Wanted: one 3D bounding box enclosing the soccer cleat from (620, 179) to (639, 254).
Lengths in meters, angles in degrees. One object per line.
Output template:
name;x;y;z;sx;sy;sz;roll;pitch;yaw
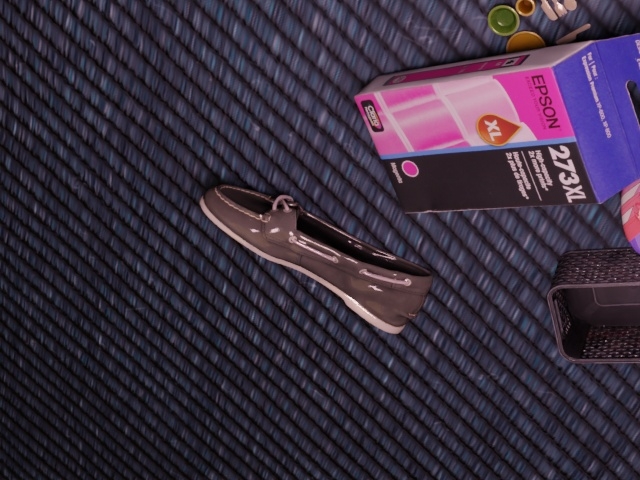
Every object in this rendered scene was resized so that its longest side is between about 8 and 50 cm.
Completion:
soccer cleat;0.397;-0.073;1.298;0.083;0.095;0.248;16;127;13

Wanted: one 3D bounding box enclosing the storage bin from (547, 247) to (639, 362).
storage bin;0.388;0.081;1.416;0.180;0.084;0.122;-3;121;27

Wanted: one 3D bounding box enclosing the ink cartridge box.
ink cartridge box;0.222;-0.125;1.304;0.371;0.069;0.175;-4;121;42

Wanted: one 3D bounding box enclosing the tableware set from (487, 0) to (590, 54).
tableware set;0.266;-0.220;1.302;0.104;0.024;0.154;-26;110;35

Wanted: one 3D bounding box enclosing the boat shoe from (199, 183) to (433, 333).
boat shoe;0.000;0.000;1.528;0.335;0.112;0.095;32;112;-6
